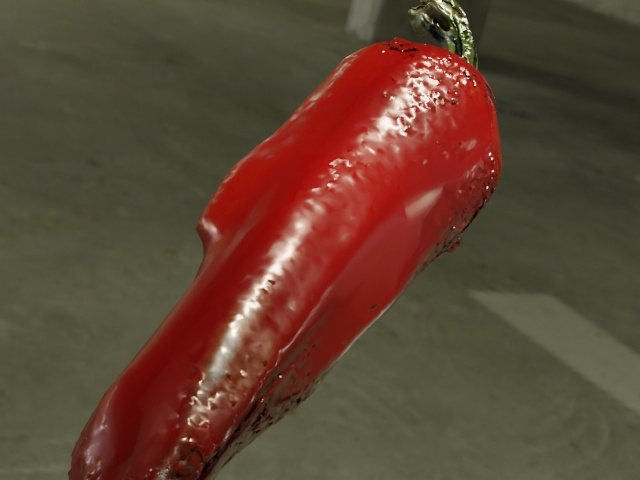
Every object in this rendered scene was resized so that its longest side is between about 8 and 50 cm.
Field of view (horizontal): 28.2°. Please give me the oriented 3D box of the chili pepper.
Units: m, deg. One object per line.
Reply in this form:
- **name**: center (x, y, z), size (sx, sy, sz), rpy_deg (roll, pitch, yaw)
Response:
- **chili pepper**: center (0.000, 0.000, 0.592), size (0.110, 0.110, 0.387), rpy_deg (22, 50, 24)
